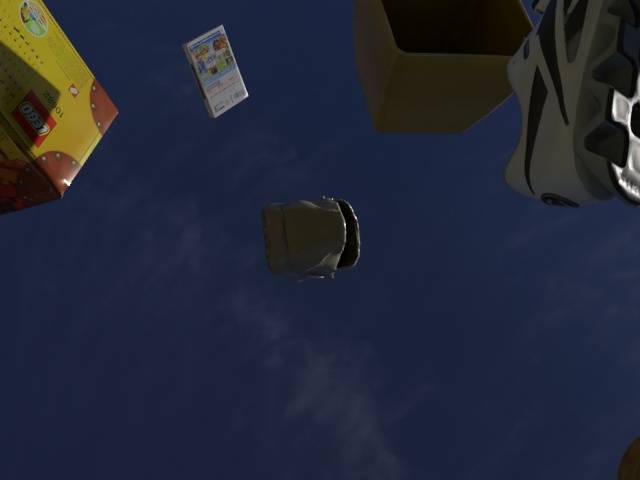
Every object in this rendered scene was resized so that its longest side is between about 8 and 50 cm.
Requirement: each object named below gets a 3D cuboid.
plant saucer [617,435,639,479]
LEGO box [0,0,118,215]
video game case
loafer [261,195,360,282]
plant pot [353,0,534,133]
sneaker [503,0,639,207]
[{"bbox_3d":[0.314,0.218,0.767,0.015,0.083,0.083,26,-106,-20],"label":"plant saucer"},{"bbox_3d":[-0.559,-0.258,1.013,0.372,0.500,0.193,-12,-142,26],"label":"LEGO box"},{"bbox_3d":[-0.163,-0.265,1.291,0.011,0.122,0.087,4,-147,40],"label":"video game case"},{"bbox_3d":[0.000,0.000,0.938,0.092,0.268,0.102,-3,-87,8],"label":"loafer"},{"bbox_3d":[0.151,-0.264,1.153,0.212,0.187,0.212,-2,-123,-17],"label":"plant pot"},{"bbox_3d":[0.229,-0.187,0.714,0.146,0.122,0.330,0,-112,53],"label":"sneaker"}]
